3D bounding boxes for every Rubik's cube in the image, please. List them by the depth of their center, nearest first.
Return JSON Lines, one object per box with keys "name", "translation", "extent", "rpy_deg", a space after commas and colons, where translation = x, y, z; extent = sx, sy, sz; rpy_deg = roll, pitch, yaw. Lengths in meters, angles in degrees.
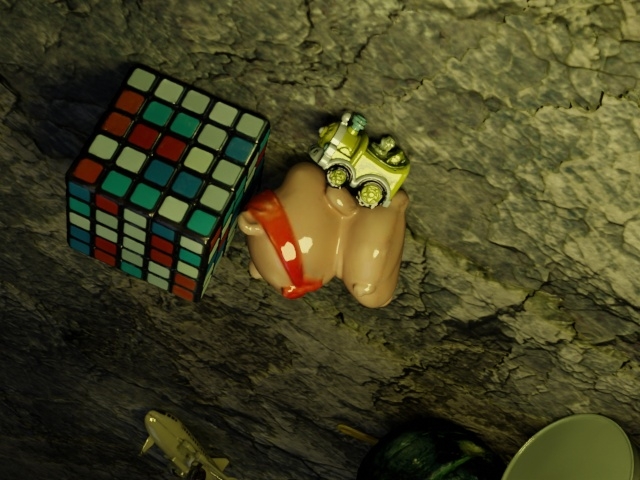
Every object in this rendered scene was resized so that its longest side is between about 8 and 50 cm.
{"name": "Rubik's cube", "translation": [-0.182, -0.065, 1.423], "extent": [0.187, 0.182, 0.184], "rpy_deg": [24, 153, 4]}

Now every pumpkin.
{"name": "pumpkin", "translation": [0.212, 0.412, 1.856], "extent": [0.315, 0.238, 0.315], "rpy_deg": [45, 173, 7]}

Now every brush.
{"name": "brush", "translation": [0.122, 0.357, 2.073], "extent": [0.205, 0.011, 0.083], "rpy_deg": [19, 152, 12]}

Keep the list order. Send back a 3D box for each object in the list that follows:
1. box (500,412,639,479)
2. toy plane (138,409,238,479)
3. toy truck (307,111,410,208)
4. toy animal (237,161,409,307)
{"name": "box", "translation": [0.378, 0.375, 1.674], "extent": [0.149, 0.226, 0.226], "rpy_deg": [40, 148, -28]}
{"name": "toy plane", "translation": [-0.274, 0.428, 2.423], "extent": [0.242, 0.104, 0.256], "rpy_deg": [15, 161, 50]}
{"name": "toy truck", "translation": [0.044, -0.093, 1.323], "extent": [0.111, 0.076, 0.077], "rpy_deg": [32, 110, -15]}
{"name": "toy animal", "translation": [0.000, 0.000, 1.426], "extent": [0.197, 0.171, 0.171], "rpy_deg": [10, 150, 4]}
